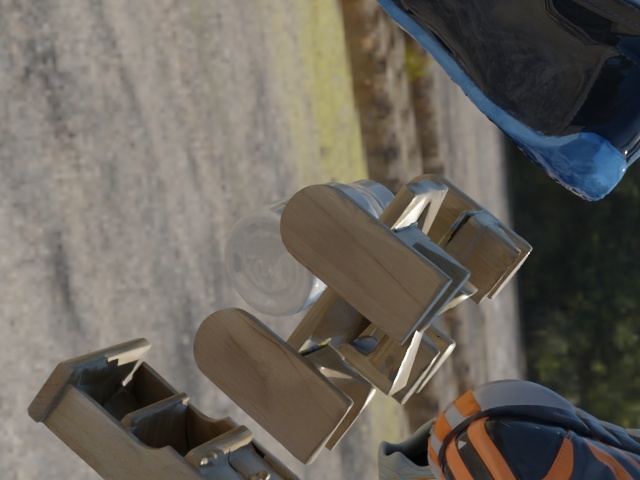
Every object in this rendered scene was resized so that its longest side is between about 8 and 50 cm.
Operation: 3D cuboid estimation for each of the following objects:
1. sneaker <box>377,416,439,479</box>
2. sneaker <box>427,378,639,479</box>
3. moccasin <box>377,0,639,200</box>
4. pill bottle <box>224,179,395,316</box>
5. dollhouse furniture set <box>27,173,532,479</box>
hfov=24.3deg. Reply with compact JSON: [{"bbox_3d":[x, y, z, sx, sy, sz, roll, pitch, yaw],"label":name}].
[{"bbox_3d":[0.192,0.265,1.866,0.099,0.262,0.121,-131,-155,-57],"label":"sneaker"},{"bbox_3d":[0.221,0.206,0.945,0.124,0.321,0.180,-62,-151,25],"label":"sneaker"},{"bbox_3d":[0.104,-0.150,0.849,0.138,0.117,0.342,32,16,-45],"label":"moccasin"},{"bbox_3d":[0.000,0.000,1.798,0.229,0.131,0.131,-25,114,-53],"label":"pill bottle"},{"bbox_3d":[-0.042,0.083,1.399,0.394,0.256,0.362,-54,168,15],"label":"dollhouse furniture set"}]
